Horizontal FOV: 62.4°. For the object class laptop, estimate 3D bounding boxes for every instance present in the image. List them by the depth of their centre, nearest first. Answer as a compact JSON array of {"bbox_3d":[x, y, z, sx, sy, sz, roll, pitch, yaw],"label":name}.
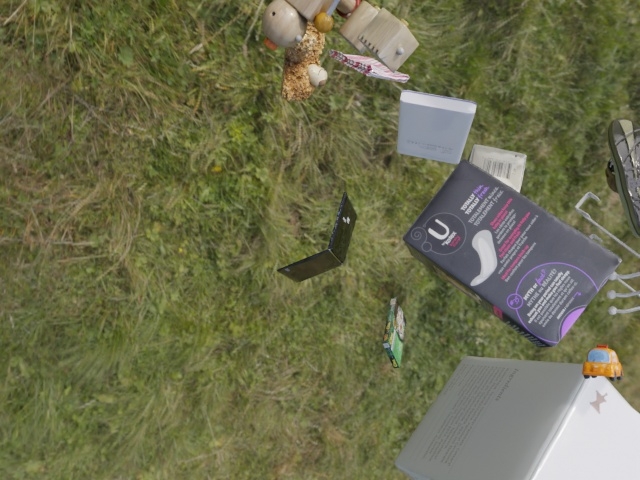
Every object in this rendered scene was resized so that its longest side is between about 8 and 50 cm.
[{"bbox_3d":[0.000,0.000,1.574,0.234,0.136,0.265,48,57,-73],"label":"laptop"}]

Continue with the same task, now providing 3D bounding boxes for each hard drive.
[{"bbox_3d":[0.344,-0.339,1.620,0.319,0.210,0.040,70,34,-71],"label":"hard drive"}]

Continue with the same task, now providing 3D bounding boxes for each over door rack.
[{"bbox_3d":[0.721,0.075,1.288,0.108,0.324,0.239,-31,142,9],"label":"over door rack"}]

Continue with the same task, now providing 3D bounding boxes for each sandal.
[{"bbox_3d":[0.740,-0.151,1.284,0.120,0.086,0.303,-1,82,-19],"label":"sandal"}]

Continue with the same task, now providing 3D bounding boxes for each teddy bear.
[{"bbox_3d":[-0.027,-0.506,1.276,0.113,0.245,0.338,5,94,-6],"label":"teddy bear"}]

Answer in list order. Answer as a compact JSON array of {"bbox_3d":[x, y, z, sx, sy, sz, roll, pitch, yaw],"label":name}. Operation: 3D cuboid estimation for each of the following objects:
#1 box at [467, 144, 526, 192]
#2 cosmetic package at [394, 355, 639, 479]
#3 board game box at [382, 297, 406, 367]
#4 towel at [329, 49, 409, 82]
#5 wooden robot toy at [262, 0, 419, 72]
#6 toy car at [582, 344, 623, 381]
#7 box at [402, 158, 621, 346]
[{"bbox_3d":[0.355,-0.097,1.167,0.275,0.113,0.094,76,29,-69],"label":"box"},{"bbox_3d":[0.439,0.475,1.104,0.329,0.393,0.327,46,68,-9],"label":"cosmetic package"},{"bbox_3d":[0.292,0.357,2.065,0.030,0.260,0.136,-11,119,23],"label":"board game box"},{"bbox_3d":[0.131,-0.477,1.430,0.144,0.197,0.029,-3,123,-36],"label":"towel"},{"bbox_3d":[-0.008,-0.176,0.416,0.079,0.173,0.076,-48,164,14],"label":"wooden robot toy"},{"bbox_3d":[0.350,0.138,0.586,0.060,0.122,0.041,8,78,-31],"label":"toy car"},{"bbox_3d":[0.290,0.024,0.838,0.165,0.270,0.143,-52,162,0],"label":"box"}]
